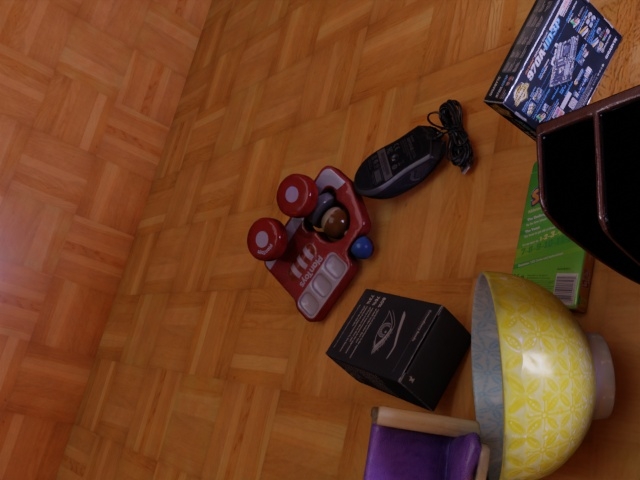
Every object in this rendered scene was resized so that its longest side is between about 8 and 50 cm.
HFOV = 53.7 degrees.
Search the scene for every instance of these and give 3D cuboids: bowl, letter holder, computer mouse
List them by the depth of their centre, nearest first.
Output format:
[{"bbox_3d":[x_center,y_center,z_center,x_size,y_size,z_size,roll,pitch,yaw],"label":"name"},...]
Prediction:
[{"bbox_3d":[0.403,-0.007,0.740,0.152,0.302,0.214,-19,55,47],"label":"letter holder"},{"bbox_3d":[0.301,0.185,0.860,0.156,0.289,0.289,-1,60,6],"label":"bowl"},{"bbox_3d":[0.197,-0.161,1.330,0.272,0.072,0.188,-27,46,26],"label":"computer mouse"}]

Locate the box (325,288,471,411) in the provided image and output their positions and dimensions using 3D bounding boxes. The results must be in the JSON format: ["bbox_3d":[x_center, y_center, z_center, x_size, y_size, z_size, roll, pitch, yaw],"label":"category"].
[{"bbox_3d":[0.136,0.187,1.117,0.207,0.108,0.153,10,60,54],"label":"box"}]

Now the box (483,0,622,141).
[{"bbox_3d":[0.388,-0.285,1.046,0.051,0.175,0.220,32,97,56],"label":"box"}]

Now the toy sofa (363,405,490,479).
[{"bbox_3d":[0.125,0.424,0.885,0.177,0.150,0.362,87,-168,-81],"label":"toy sofa"}]

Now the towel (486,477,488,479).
[{"bbox_3d":[0.255,0.356,0.956,0.119,0.029,0.067,-36,44,37],"label":"towel"}]

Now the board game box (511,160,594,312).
[{"bbox_3d":[0.380,-0.015,1.013,0.124,0.039,0.259,-3,70,52],"label":"board game box"}]

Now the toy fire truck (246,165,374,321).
[{"bbox_3d":[0.000,0.000,1.433,0.254,0.169,0.302,45,109,29],"label":"toy fire truck"}]
